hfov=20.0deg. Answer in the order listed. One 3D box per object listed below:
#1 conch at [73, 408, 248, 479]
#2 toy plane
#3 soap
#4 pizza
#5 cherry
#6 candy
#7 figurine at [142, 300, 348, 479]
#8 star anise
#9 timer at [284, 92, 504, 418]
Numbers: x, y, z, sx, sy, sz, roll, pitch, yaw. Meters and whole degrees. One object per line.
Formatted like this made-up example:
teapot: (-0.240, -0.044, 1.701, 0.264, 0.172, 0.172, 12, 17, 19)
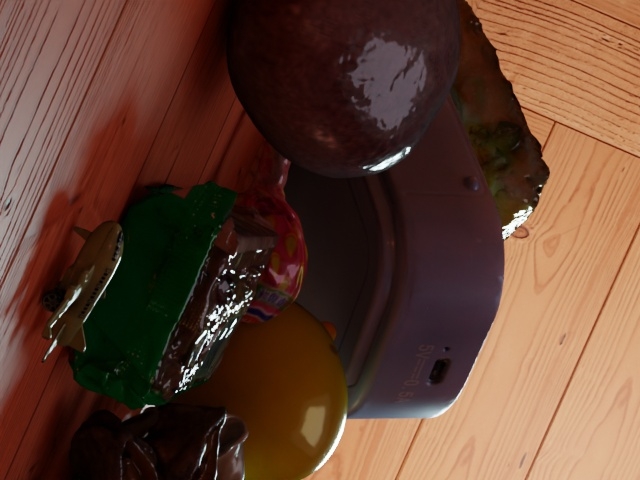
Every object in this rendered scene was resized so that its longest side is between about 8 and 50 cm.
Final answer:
conch: (-0.170, 0.270, 1.700, 0.149, 0.183, 0.275, 22, -96, 57)
toy plane: (-0.169, 0.033, 1.282, 0.102, 0.040, 0.111, -55, 167, -70)
soap: (-0.118, 0.051, 1.529, 0.273, 0.098, 0.217, -3, 117, -83)
pizza: (0.151, -0.117, 2.209, 0.392, 0.080, 0.435, -127, -150, -47)
cherry: (0.019, -0.161, 1.489, 0.266, 0.184, 0.213, 36, 63, -71)
candy: (-0.040, -0.100, 1.724, 0.124, 0.124, 0.365, 63, 41, -83)
figurine: (-0.073, 0.195, 1.869, 0.187, 0.215, 0.343, -32, 149, -27)
star anise: (-0.186, 0.229, 1.533, 0.220, 0.099, 0.214, -23, 133, -38)
timer: (0.068, 0.024, 1.983, 0.395, 0.173, 0.395, -179, -90, -70)
